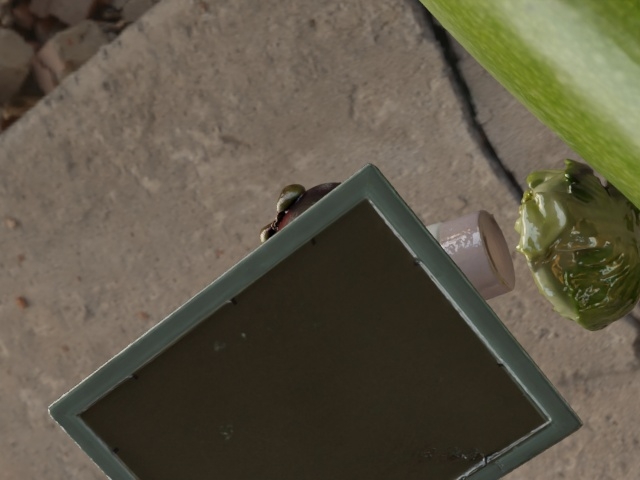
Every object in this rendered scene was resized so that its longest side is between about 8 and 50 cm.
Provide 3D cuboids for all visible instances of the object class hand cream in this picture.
[{"bbox_3d":[0.061,0.045,0.963,0.248,0.133,0.083,-22,138,23],"label":"hand cream"}]

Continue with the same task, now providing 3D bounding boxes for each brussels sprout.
[{"bbox_3d":[0.218,0.002,0.793,0.101,0.181,0.139,-11,78,23],"label":"brussels sprout"}]

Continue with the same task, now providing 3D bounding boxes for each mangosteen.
[{"bbox_3d":[0.000,0.000,1.170,0.153,0.152,0.152,14,115,31],"label":"mangosteen"}]

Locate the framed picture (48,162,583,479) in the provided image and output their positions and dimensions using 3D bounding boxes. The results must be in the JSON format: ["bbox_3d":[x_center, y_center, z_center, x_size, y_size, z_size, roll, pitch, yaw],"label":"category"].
[{"bbox_3d":[-0.008,0.118,0.678,0.296,0.019,0.232,-36,101,16],"label":"framed picture"}]

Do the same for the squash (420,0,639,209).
[{"bbox_3d":[0.232,-0.140,0.537,0.384,0.263,0.263,42,127,4],"label":"squash"}]
